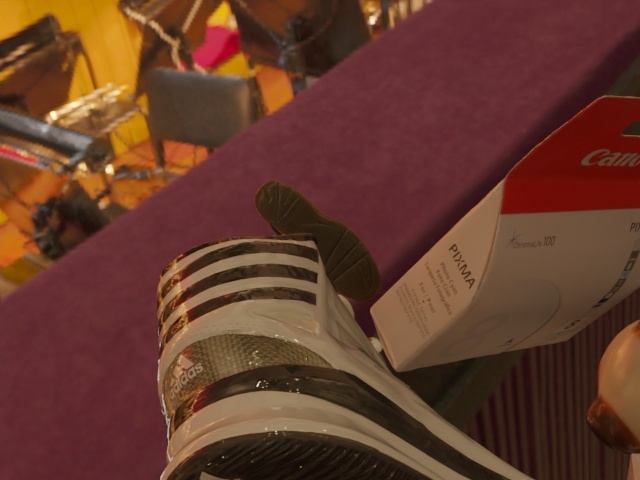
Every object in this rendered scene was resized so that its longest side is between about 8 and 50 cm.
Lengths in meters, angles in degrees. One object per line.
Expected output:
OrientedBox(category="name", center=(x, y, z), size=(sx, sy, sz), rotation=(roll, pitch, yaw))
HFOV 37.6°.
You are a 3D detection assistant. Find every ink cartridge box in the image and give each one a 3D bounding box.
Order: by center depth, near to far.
OrientedBox(category="ink cartridge box", center=(0.279, 0.003, 1.019), size=(0.308, 0.385, 0.091), rotation=(-3, 59, -38))

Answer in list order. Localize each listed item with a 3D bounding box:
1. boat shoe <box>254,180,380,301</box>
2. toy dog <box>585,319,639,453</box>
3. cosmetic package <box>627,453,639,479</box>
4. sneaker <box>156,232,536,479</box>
OrientedBox(category="boat shoe", center=(-0.001, 0.000, 1.361), size=(0.223, 0.073, 0.080), rotation=(41, 88, 7))
OrientedBox(category="toy dog", center=(0.562, 0.260, 1.256), size=(0.408, 0.284, 0.395), rotation=(31, 25, 18))
OrientedBox(category="cosmetic package", center=(0.599, 0.529, 1.525), size=(0.217, 0.384, 0.156), rotation=(2, 36, 10))
OrientedBox(category="sneaker", center=(0.058, 0.133, 0.684), size=(0.169, 0.447, 0.257), rotation=(-36, 42, 18))
